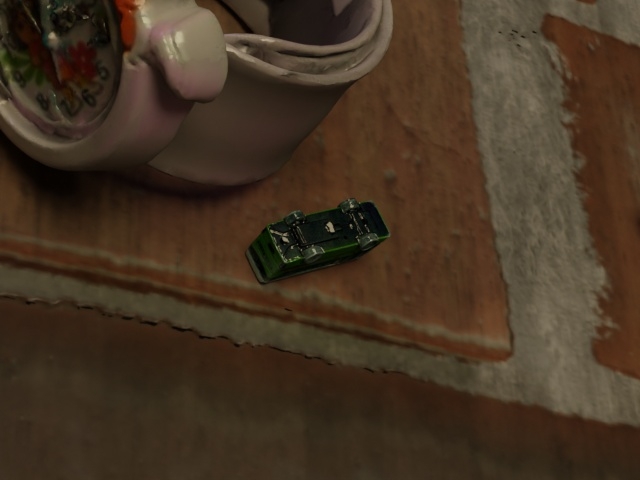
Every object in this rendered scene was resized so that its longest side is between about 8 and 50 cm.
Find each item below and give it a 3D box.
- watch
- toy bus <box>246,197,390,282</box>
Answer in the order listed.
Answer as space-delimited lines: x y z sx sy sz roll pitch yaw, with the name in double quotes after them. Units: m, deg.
-0.077 -0.165 0.851 0.231 0.196 0.244 -18 69 -47 "watch"
0.000 0.000 0.888 0.083 0.037 0.031 -14 69 -39 "toy bus"
